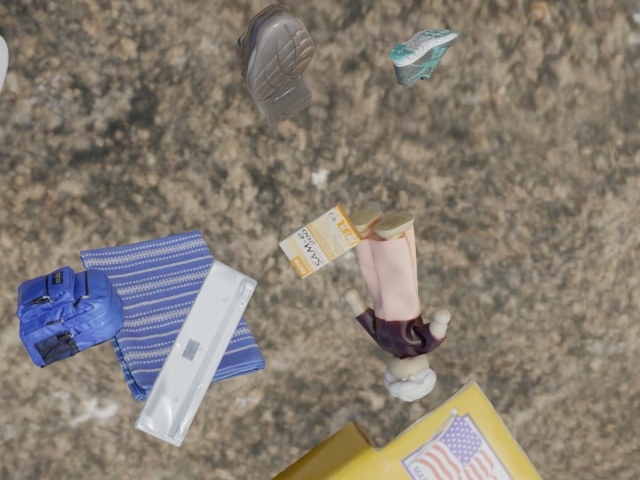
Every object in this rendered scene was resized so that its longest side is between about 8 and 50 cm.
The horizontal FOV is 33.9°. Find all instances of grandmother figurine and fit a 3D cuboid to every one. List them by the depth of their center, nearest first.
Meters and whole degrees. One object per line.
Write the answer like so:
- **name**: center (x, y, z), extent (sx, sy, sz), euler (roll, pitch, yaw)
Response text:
- **grandmother figurine**: center (0.134, 0.120, 1.759), extent (0.208, 0.104, 0.342), euler (18, 127, 48)

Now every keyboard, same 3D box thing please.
- **keyboard**: center (-0.172, 0.156, 1.464), extent (0.072, 0.256, 0.014), euler (27, 168, -12)

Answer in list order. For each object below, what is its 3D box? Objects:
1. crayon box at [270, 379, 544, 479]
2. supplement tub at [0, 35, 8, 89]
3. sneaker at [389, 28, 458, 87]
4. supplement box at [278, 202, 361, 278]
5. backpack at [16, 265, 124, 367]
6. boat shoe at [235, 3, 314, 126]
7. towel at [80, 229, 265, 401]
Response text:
- **crayon box**: center (-0.011, 0.234, 0.488), extent (0.323, 0.083, 0.203), euler (-35, 92, -4)
- **supplement tub**: center (-0.591, -0.260, 1.333), extent (0.325, 0.235, 0.235), euler (32, 131, 5)
- **sneaker**: center (0.184, -0.324, 1.863), extent (0.065, 0.166, 0.076), euler (24, 133, 40)
- **supplement box**: center (0.000, 0.000, 1.453), extent (0.098, 0.036, 0.062), euler (-33, 97, 10)
- **backpack**: center (-0.307, 0.087, 1.289), extent (0.120, 0.098, 0.101), euler (-18, 129, -2)
- **boat shoe**: center (-0.098, -0.318, 1.836), extent (0.130, 0.132, 0.355), euler (54, 168, 13)
- **towel**: center (-0.264, 0.121, 1.855), extent (0.243, 0.336, 0.040), euler (-12, 143, -26)
